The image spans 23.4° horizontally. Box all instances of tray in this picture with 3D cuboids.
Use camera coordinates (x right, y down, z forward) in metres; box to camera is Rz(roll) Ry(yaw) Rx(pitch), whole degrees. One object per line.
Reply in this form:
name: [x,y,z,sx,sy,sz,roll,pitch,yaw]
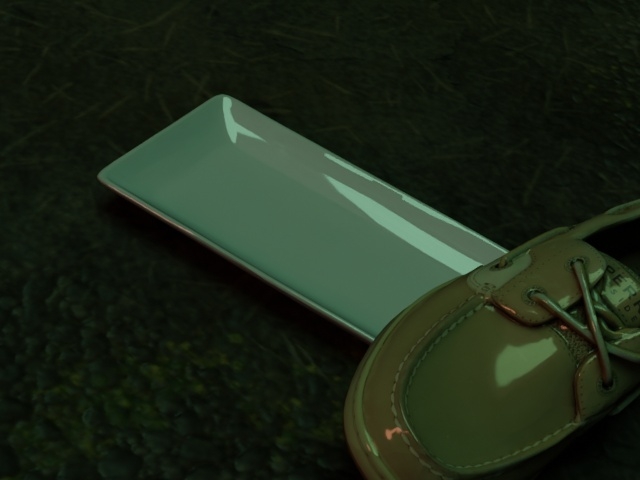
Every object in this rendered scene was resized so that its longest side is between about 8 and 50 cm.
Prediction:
tray: [0.000,0.000,1.003,0.270,0.030,0.145,30,40,18]

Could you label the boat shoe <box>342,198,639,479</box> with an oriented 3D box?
boat shoe: [0.142,0.046,0.899,0.122,0.110,0.341,53,44,4]
